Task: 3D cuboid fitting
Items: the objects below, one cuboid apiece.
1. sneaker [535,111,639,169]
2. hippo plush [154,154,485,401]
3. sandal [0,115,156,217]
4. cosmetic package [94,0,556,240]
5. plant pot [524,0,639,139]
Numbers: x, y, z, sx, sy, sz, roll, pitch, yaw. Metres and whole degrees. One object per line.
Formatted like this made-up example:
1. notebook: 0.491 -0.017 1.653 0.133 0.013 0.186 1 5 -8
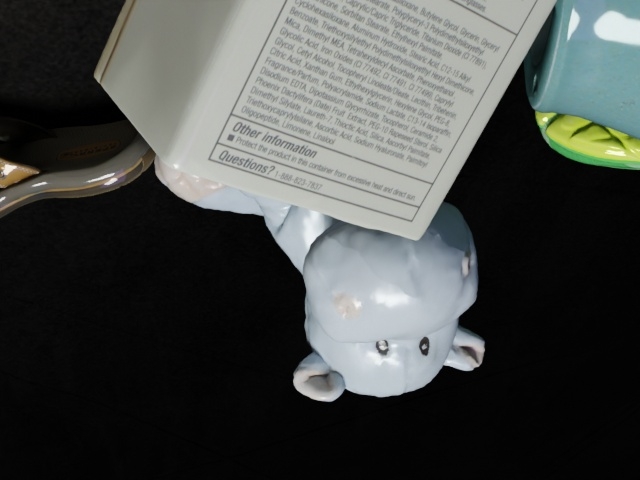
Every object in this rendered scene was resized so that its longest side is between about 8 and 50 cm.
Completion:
1. sneaker: 0.315 -0.082 0.817 0.295 0.109 0.123 -1 144 -17
2. hippo plush: 0.000 0.000 0.731 0.234 0.237 0.294 -4 149 -12
3. sandal: -0.231 -0.059 0.717 0.219 0.090 0.060 -11 131 6
4. cosmetic package: 0.038 -0.169 0.447 0.160 0.113 0.309 16 109 -39
5. plant pot: 0.252 -0.158 0.549 0.255 0.272 0.272 5 149 4
